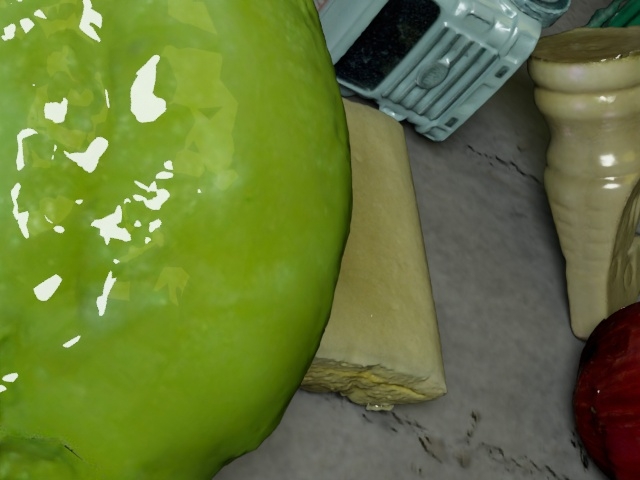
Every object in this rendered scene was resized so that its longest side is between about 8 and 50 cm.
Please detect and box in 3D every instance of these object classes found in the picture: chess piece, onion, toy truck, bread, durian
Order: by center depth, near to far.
[{"bbox_3d":[-0.102,-0.035,0.577,0.256,0.204,0.339,-22,87,-24],"label":"durian"},{"bbox_3d":[0.000,0.000,0.721,0.139,0.060,0.178,15,56,-33],"label":"bread"},{"bbox_3d":[0.218,0.100,0.799,0.131,0.131,0.131,20,53,-30],"label":"onion"},{"bbox_3d":[0.187,-0.036,0.850,0.090,0.090,0.200,-31,121,-46],"label":"chess piece"},{"bbox_3d":[0.060,-0.227,0.861,0.162,0.136,0.305,20,50,-21],"label":"toy truck"}]

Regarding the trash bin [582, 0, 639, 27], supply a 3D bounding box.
[{"bbox_3d":[0.391,-0.184,1.030,0.381,0.295,0.259,-33,83,-33],"label":"trash bin"}]
